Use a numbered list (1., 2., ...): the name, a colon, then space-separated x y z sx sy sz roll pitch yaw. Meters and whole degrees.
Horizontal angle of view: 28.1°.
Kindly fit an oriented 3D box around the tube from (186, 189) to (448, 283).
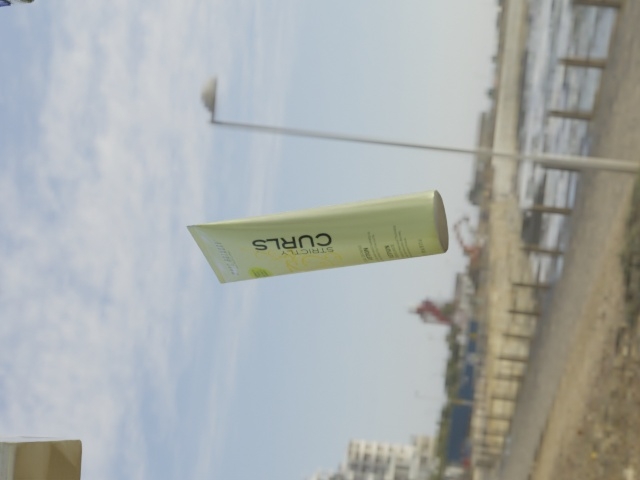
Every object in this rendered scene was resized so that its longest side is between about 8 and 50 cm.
1. tube: 0.000 0.000 1.217 0.062 0.240 0.070 -35 -63 -73

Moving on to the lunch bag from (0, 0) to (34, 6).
1. lunch bag: -0.330 -0.308 1.177 0.219 0.090 0.176 22 -118 -84

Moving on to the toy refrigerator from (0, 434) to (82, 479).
1. toy refrigerator: -0.222 0.257 0.791 0.094 0.102 0.269 21 -110 -71
